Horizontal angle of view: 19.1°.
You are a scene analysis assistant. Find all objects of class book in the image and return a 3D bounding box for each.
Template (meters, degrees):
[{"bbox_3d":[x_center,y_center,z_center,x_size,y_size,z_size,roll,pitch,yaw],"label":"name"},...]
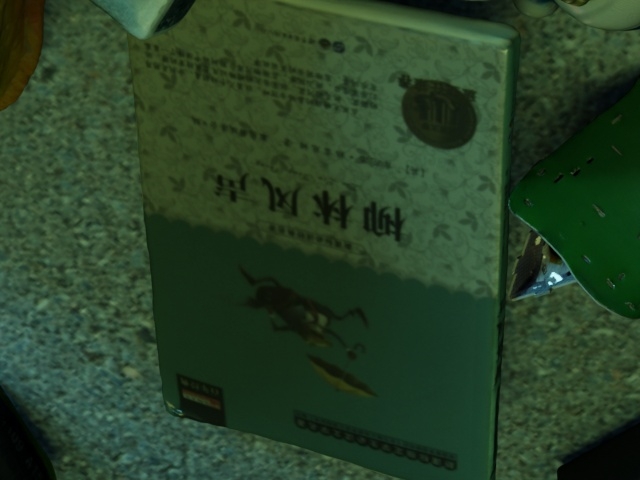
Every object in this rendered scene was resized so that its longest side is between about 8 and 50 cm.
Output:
[{"bbox_3d":[0.000,0.000,1.260,0.264,0.031,0.379,14,130,20],"label":"book"}]

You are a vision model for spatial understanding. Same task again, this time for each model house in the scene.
[{"bbox_3d":[0.189,-0.016,1.214,0.117,0.167,0.088,44,152,6],"label":"model house"}]

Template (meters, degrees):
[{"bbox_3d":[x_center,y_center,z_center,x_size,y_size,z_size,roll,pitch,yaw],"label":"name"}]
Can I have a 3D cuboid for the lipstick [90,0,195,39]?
[{"bbox_3d":[-0.047,-0.244,1.076,0.076,0.077,0.290,38,120,1],"label":"lipstick"}]

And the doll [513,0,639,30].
[{"bbox_3d":[0.126,-0.185,1.076,0.257,0.161,0.215,24,154,-16],"label":"doll"}]

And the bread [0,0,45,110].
[{"bbox_3d":[-0.322,-0.146,1.135,0.312,0.172,0.312,4,130,5],"label":"bread"}]

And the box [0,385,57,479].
[{"bbox_3d":[-0.373,0.216,1.463,0.345,0.097,0.134,-25,116,23],"label":"box"}]

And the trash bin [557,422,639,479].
[{"bbox_3d":[0.310,0.185,1.372,0.225,0.115,0.165,-37,115,24],"label":"trash bin"}]
